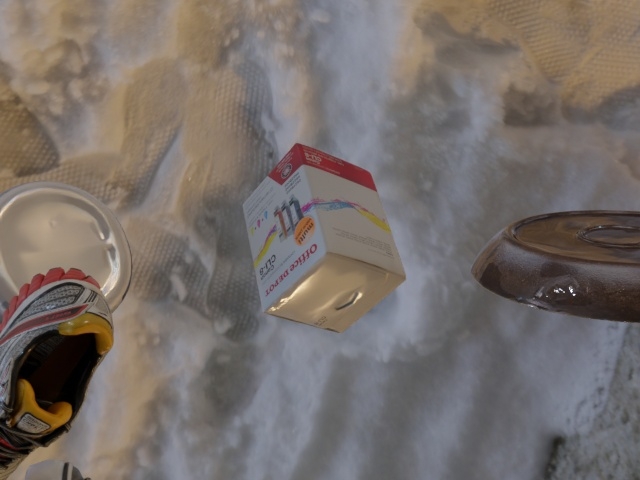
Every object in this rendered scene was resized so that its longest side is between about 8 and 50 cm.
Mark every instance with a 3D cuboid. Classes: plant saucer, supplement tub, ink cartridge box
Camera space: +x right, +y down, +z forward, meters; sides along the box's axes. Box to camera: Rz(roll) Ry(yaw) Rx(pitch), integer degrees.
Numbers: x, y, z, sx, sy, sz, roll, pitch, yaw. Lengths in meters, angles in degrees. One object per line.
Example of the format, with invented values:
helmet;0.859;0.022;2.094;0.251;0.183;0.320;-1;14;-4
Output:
plant saucer;0.318;0.015;0.798;0.310;0.310;0.050;-4;105;-3
supplement tub;-0.396;0.067;0.981;0.193;0.193;0.316;43;136;-17
ink cartridge box;0.000;0.000;0.914;0.127;0.176;0.128;18;131;-36

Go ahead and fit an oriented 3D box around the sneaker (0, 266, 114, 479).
sneaker;-0.239;0.127;0.565;0.088;0.092;0.225;34;89;-38

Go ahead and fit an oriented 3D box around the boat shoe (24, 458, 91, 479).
boat shoe;-0.189;0.344;0.691;0.119;0.121;0.335;-10;109;-9
